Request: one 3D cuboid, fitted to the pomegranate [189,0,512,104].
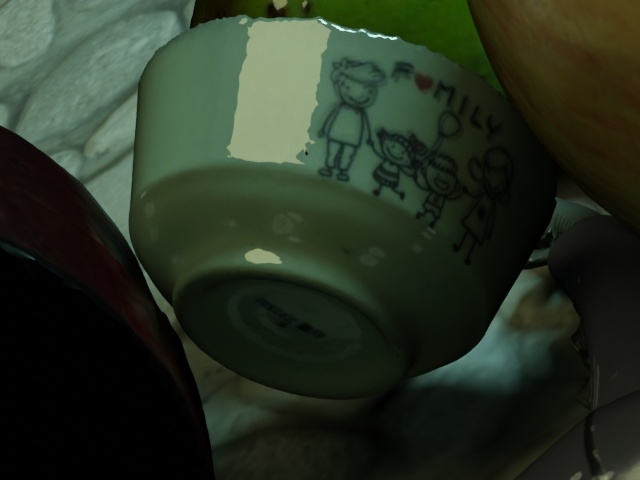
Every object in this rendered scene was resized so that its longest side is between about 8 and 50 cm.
[{"bbox_3d":[0.059,-0.105,1.083,0.286,0.231,0.231,19,61,39],"label":"pomegranate"}]

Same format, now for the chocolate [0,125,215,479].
[{"bbox_3d":[-0.251,0.093,0.994,0.383,0.384,0.331,-37,27,-1],"label":"chocolate"}]

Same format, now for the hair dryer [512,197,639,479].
[{"bbox_3d":[0.109,0.086,0.924,0.301,0.121,0.361,-33,23,21],"label":"hair dryer"}]

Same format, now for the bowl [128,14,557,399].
[{"bbox_3d":[0.000,0.000,0.931,0.211,0.211,0.112,-9,50,34],"label":"bowl"}]

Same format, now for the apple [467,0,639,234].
[{"bbox_3d":[0.249,-0.150,0.814,0.391,0.391,0.346,-45,53,-14],"label":"apple"}]
